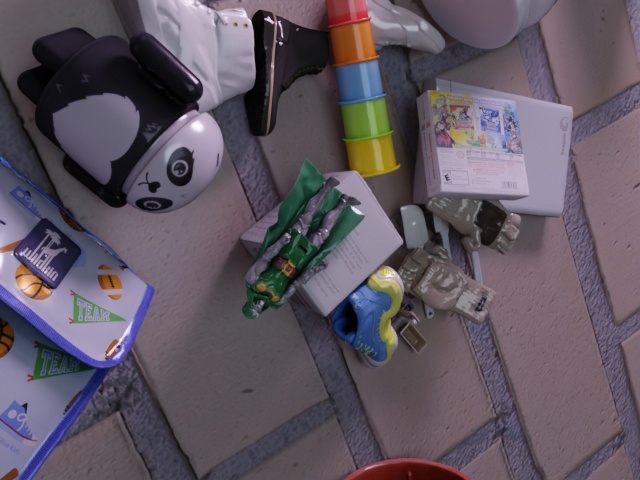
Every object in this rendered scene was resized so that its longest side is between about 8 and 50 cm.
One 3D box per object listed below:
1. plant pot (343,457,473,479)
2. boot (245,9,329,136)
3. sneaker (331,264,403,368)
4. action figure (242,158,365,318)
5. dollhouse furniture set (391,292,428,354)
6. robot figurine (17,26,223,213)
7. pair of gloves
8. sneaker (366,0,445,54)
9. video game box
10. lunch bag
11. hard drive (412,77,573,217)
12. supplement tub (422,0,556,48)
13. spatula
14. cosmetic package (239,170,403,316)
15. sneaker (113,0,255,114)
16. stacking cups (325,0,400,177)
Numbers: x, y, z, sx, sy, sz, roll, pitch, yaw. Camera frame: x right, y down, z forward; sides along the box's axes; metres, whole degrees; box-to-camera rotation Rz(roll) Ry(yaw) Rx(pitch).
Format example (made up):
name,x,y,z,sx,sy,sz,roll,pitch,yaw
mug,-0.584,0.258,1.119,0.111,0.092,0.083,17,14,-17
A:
name,x,y,z,sx,sy,sz,roll,pitch,yaw
plant pot,0.159,0.580,1.160,0.273,0.272,0.264,-10,108,-26
boot,-0.045,-0.264,1.070,0.137,0.077,0.197,2,95,-33
sneaker,0.065,0.149,1.110,0.126,0.091,0.240,-27,137,-30
action figure,-0.036,0.016,0.938,0.137,0.063,0.232,40,80,-25
dollhouse furniture set,0.187,0.155,1.220,0.091,0.081,0.114,-47,113,-16
robot figurine,-0.265,-0.159,0.885,0.278,0.209,0.173,41,71,-5
pair of gloves,0.256,0.016,1.211,0.204,0.042,0.240,21,89,-20
sneaker,0.116,-0.365,1.148,0.212,0.080,0.094,24,95,-20
video game box,0.275,-0.167,1.178,0.205,0.048,0.187,1,81,-27
lunch bag,-0.435,0.109,0.818,0.328,0.239,0.385,46,58,-22
hard drive,0.348,-0.173,1.293,0.353,0.047,0.232,4,93,-28
supplement tub,0.348,-0.526,1.151,0.241,0.241,0.331,46,74,-23
spatula,0.246,0.022,1.246,0.168,0.019,0.241,-21,113,-18
cosmetic package,0.000,0.000,1.070,0.184,0.151,0.151,-42,111,-18
sneaker,-0.198,-0.338,0.969,0.169,0.108,0.292,-31,118,-23
stacking cups,0.061,-0.269,1.100,0.096,0.096,0.316,-19,106,-25
